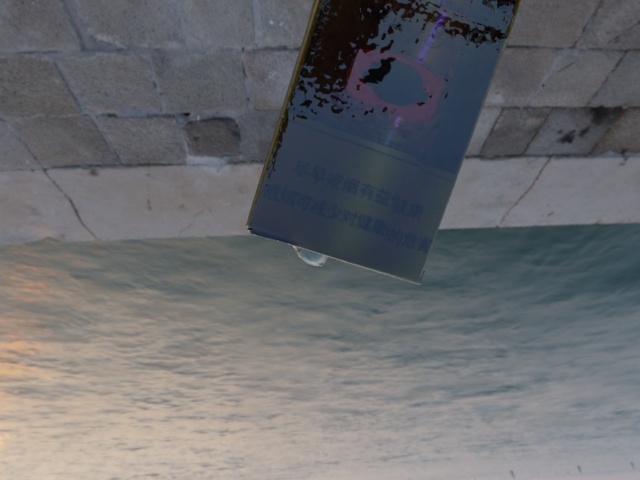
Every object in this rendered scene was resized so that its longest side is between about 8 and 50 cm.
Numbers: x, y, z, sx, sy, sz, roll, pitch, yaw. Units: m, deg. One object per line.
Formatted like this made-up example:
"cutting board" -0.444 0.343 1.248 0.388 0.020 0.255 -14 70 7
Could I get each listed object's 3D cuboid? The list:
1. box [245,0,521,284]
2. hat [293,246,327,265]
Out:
"box" 0.047 -0.101 0.359 0.159 0.240 0.071 18 -174 -6
"hat" -0.002 -0.006 0.953 0.122 0.081 0.166 -29 155 -21
